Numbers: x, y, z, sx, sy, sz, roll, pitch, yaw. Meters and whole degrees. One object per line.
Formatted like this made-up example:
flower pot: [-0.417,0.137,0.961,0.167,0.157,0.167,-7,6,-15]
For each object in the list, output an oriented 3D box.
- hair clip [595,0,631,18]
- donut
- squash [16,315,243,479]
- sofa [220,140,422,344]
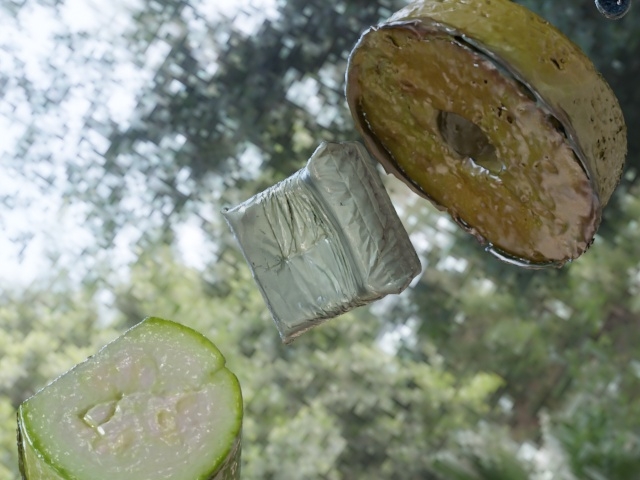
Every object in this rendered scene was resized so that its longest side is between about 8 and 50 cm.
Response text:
hair clip: [0.304,-0.318,1.914,0.229,0.039,0.070,-92,0,-59]
donut: [0.153,-0.109,1.545,0.107,0.272,0.272,-46,-31,-29]
squash: [-0.190,0.278,1.906,0.233,0.210,0.309,-37,-25,-31]
sofa: [0.000,0.000,2.203,0.176,0.210,0.225,-25,0,-9]
